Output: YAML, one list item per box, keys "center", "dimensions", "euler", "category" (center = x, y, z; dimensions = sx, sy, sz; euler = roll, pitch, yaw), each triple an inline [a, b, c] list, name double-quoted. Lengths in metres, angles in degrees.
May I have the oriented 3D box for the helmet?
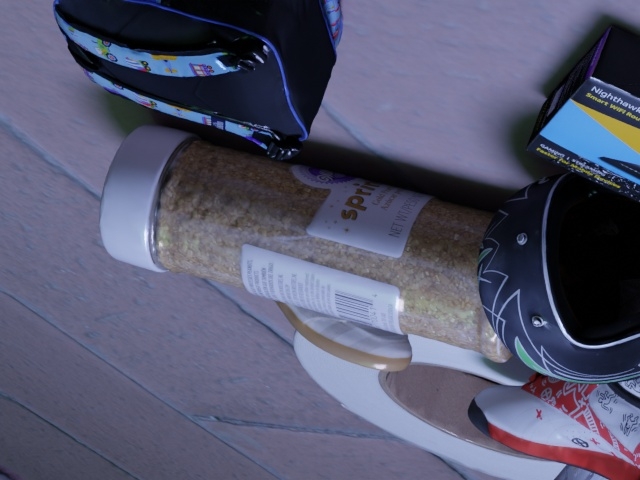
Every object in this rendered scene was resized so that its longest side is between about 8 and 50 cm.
- center: [0.194, 0.027, 1.364]
  dimensions: [0.162, 0.169, 0.169]
  euler: [3, 156, 5]
  category: "helmet"

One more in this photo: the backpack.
- center: [-0.085, -0.148, 1.276]
  dimensions: [0.173, 0.117, 0.158]
  euler: [14, 158, 18]
  category: "backpack"

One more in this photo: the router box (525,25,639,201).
- center: [0.242, -0.064, 1.256]
  dimensions: [0.179, 0.046, 0.133]
  euler: [24, 158, -4]
  category: "router box"

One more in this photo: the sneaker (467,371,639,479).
- center: [0.231, 0.113, 1.518]
  dimensions: [0.090, 0.145, 0.270]
  euler: [3, -171, -36]
  category: "sneaker"

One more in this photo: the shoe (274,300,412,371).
- center: [0.000, 0.038, 1.619]
  dimensions: [0.077, 0.058, 0.219]
  euler: [-11, -142, -43]
  category: "shoe"

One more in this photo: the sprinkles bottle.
- center: [0.000, 0.000, 1.543]
  dimensions: [0.355, 0.121, 0.121]
  euler: [15, 158, 18]
  category: "sprinkles bottle"

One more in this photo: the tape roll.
- center: [0.162, 0.132, 1.772]
  dimensions: [0.392, 0.072, 0.392]
  euler: [18, 158, 8]
  category: "tape roll"

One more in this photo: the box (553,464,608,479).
- center: [0.323, 0.200, 1.622]
  dimensions: [0.183, 0.056, 0.231]
  euler: [19, 130, -15]
  category: "box"
